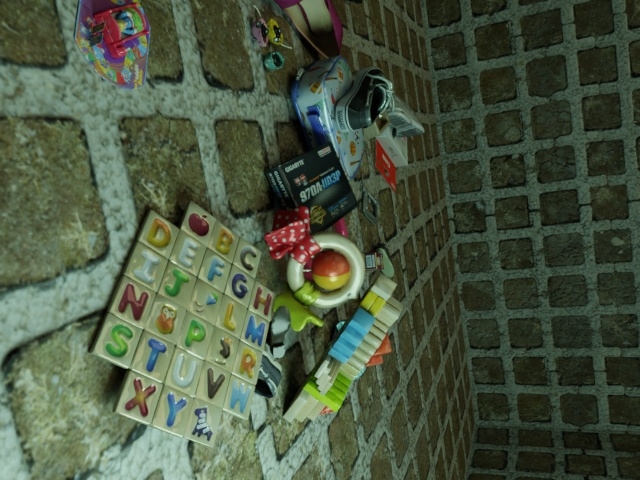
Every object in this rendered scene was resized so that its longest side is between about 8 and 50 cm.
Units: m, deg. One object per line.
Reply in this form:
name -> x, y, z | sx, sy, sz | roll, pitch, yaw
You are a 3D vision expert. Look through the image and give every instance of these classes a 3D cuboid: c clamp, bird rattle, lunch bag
c clamp -> 0.168, -0.131, 1.783 | 0.161, 0.022, 0.137 | 44, 45, -56
bird rattle -> -0.012, 0.053, 1.109 | 0.143, 0.207, 0.253 | -154, -118, -83
lunch bag -> 0.023, -0.314, 1.376 | 0.243, 0.115, 0.303 | -65, 143, -46

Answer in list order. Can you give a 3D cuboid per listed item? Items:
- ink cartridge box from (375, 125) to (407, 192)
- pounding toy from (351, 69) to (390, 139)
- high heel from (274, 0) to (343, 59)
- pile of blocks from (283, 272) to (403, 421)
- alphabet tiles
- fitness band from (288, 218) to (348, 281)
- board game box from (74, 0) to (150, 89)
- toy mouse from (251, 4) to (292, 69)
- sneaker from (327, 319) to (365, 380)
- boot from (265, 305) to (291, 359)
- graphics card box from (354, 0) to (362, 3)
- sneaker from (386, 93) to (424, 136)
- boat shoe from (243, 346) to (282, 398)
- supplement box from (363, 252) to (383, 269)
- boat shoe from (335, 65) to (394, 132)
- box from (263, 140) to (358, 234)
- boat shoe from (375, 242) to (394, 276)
ink cartridge box -> 0.276, -0.346, 2.045 | 0.275, 0.060, 0.238 | 36, 51, -60
pounding toy -> 0.119, -0.421, 1.662 | 0.206, 0.094, 0.181 | 64, 34, -20
high heel -> -0.017, -0.546, 1.304 | 0.181, 0.127, 0.377 | 71, 22, -8
pile of blocks -> 0.068, 0.248, 1.099 | 0.362, 0.113, 0.149 | -57, 177, 8
alphabet tiles -> -0.184, 0.118, 0.811 | 0.285, 0.011, 0.342 | 40, 46, -37
fitness band -> 0.000, 0.000, 1.318 | 0.291, 0.054, 0.208 | 28, 59, -62
board game box -> -0.280, -0.303, 0.757 | 0.133, 0.033, 0.168 | 30, 58, -62
toy mouse -> -0.119, -0.430, 1.169 | 0.161, 0.031, 0.143 | 50, 40, -53
sneaker -> 0.096, 0.255, 1.414 | 0.283, 0.110, 0.122 | -46, 123, -61
boot -> -0.094, 0.152, 0.992 | 0.114, 0.037, 0.106 | -144, -120, -62
graphics card box -> 0.031, -0.784, 1.384 | 0.371, 0.094, 0.232 | -19, 127, -60
sneaker -> 0.313, -0.460, 1.951 | 0.281, 0.105, 0.115 | 18, 67, -64
boat shoe -> -0.123, 0.236, 0.944 | 0.206, 0.075, 0.064 | 53, 35, -58
supplement box -> 0.172, 0.069, 1.717 | 0.083, 0.043, 0.054 | 8, 76, -67
boat shoe -> 0.135, -0.373, 1.364 | 0.306, 0.105, 0.113 | -55, 137, -51
box -> -0.014, -0.115, 1.214 | 0.220, 0.051, 0.175 | -36, 105, -49
boat shoe -> 0.228, 0.069, 1.841 | 0.042, 0.049, 0.133 | -56, 131, -45
